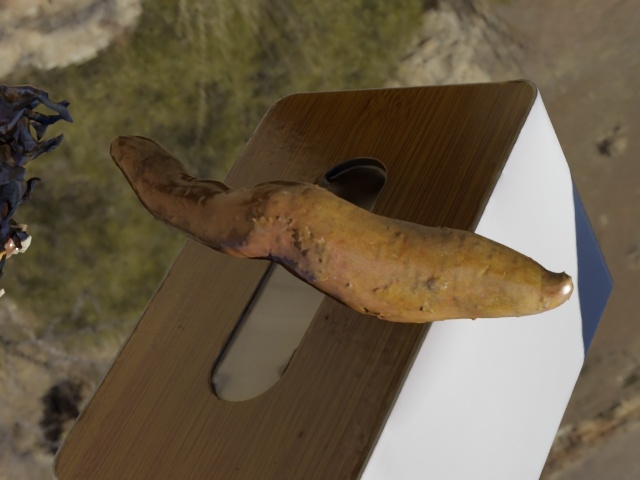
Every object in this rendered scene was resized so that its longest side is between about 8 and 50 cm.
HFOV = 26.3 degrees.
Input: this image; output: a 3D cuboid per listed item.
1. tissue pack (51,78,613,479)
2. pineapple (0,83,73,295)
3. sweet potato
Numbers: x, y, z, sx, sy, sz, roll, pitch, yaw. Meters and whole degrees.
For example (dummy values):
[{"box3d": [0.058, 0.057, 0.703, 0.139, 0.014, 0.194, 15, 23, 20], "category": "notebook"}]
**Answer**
[{"box3d": [0.019, 0.058, 0.651, 0.159, 0.246, 0.136, 1, 139, 35], "category": "tissue pack"}, {"box3d": [-0.347, -0.017, 0.836, 0.352, 0.300, 0.352, 16, 172, 2], "category": "pineapple"}, {"box3d": [-0.001, -0.001, 0.478, 0.044, 0.179, 0.044, 15, 90, -73], "category": "sweet potato"}]
